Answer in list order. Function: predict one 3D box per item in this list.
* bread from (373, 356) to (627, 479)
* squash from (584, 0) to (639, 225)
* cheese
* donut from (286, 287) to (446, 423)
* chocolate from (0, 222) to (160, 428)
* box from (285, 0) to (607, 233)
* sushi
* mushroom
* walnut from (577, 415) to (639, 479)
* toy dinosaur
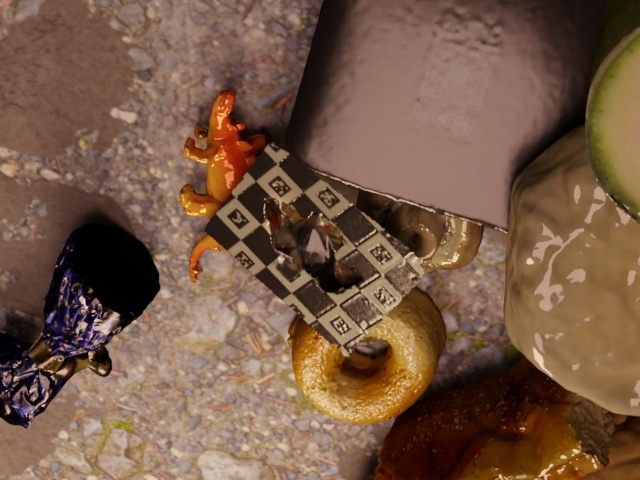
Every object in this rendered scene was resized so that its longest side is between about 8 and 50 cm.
[{"bbox_3d":[0.219,0.204,2.110,0.380,0.185,0.109,-29,114,33],"label":"bread"},{"bbox_3d":[0.376,-0.190,1.693,0.263,0.384,0.263,7,127,10],"label":"squash"},{"bbox_3d":[0.333,0.025,1.888,0.318,0.115,0.326,-42,112,14],"label":"cheese"},{"bbox_3d":[0.050,0.130,2.177,0.190,0.074,0.174,-35,111,30],"label":"donut"},{"bbox_3d":[-0.313,0.129,2.224,0.148,0.126,0.343,29,127,-22],"label":"chocolate"},{"bbox_3d":[0.134,-0.169,1.909,0.290,0.073,0.289,16,106,0],"label":"box"},{"bbox_3d":[0.000,0.000,2.031,0.210,0.040,0.192,40,137,-1],"label":"sushi"},{"bbox_3d":[0.104,-0.027,2.032,0.148,0.112,0.148,1,121,2],"label":"mushroom"},{"bbox_3d":[0.368,0.267,2.131,0.198,0.198,0.245,28,158,-8],"label":"walnut"},{"bbox_3d":[-0.091,-0.046,2.090,0.117,0.070,0.288,10,131,5],"label":"toy dinosaur"}]
